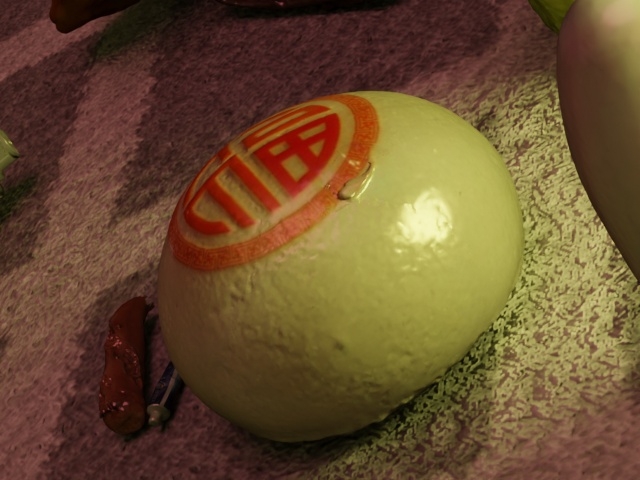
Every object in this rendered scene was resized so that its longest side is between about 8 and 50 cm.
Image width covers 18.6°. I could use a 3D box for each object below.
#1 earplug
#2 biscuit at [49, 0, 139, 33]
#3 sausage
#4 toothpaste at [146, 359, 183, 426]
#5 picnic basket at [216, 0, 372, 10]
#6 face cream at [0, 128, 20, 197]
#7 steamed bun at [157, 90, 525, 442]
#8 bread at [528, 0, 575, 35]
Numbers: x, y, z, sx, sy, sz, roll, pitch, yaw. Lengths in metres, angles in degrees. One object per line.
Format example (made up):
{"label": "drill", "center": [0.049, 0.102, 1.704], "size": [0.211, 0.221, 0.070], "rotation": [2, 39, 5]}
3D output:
{"label": "earplug", "center": [0.225, -0.029, 1.087], "size": [0.172, 0.301, 0.172], "rotation": [-27, 31, 18]}
{"label": "biscuit", "center": [-0.195, -0.389, 2.027], "size": [0.318, 0.312, 0.110], "rotation": [-36, 57, -7]}
{"label": "sausage", "center": [-0.157, 0.100, 1.588], "size": [0.042, 0.036, 0.158], "rotation": [-2, 35, 0]}
{"label": "toothpaste", "center": [-0.120, 0.116, 1.543], "size": [0.027, 0.019, 0.083], "rotation": [-39, 21, 37]}
{"label": "picnic basket", "center": [-0.010, -0.342, 1.892], "size": [0.129, 0.222, 0.297], "rotation": [-31, 22, -35]}
{"label": "face cream", "center": [-0.451, 0.004, 1.962], "size": [0.349, 0.105, 0.105], "rotation": [-37, 30, 3]}
{"label": "steamed bun", "center": [0.000, 0.000, 1.412], "size": [0.283, 0.177, 0.283], "rotation": [-27, 31, 18]}
{"label": "bread", "center": [0.214, -0.329, 1.485], "size": [0.348, 0.308, 0.348], "rotation": [-23, 41, 22]}
